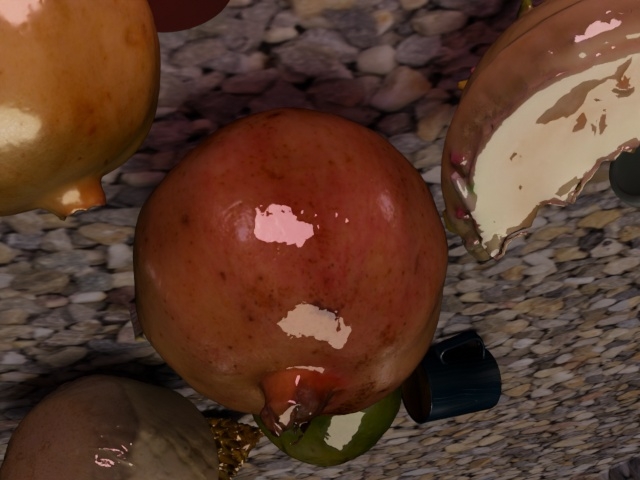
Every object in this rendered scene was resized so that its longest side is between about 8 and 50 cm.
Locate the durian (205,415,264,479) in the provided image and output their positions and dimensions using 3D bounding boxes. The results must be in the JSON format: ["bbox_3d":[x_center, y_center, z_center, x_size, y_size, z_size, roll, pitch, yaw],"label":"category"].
[{"bbox_3d":[-0.253,0.401,1.867,0.191,0.112,0.341,9,146,-43],"label":"durian"}]

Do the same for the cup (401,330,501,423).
[{"bbox_3d":[0.223,0.231,1.808,0.138,0.113,0.150,-7,153,-22],"label":"cup"}]

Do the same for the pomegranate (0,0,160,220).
[{"bbox_3d":[-0.222,-0.128,0.779,0.233,0.233,0.233,-13,153,-7],"label":"pomegranate"}]

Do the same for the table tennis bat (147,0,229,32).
[{"bbox_3d":[-0.123,-0.214,0.875,0.098,0.019,0.155,-17,156,2],"label":"table tennis bat"}]

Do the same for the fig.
[{"bbox_3d":[0.034,0.215,1.546,0.233,0.233,0.314,-27,146,20],"label":"fig"}]

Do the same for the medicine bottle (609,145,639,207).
[{"bbox_3d":[0.463,-0.074,1.388,0.216,0.090,0.090,9,144,-40],"label":"medicine bottle"}]

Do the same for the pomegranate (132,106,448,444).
[{"bbox_3d":[-0.025,0.045,1.088,0.338,0.338,0.338,-13,153,-7],"label":"pomegranate"}]

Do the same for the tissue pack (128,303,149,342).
[{"bbox_3d":[-0.153,0.080,1.369,0.148,0.060,0.108,-34,148,33],"label":"tissue pack"}]

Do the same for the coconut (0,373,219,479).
[{"bbox_3d":[-0.287,0.341,1.556,0.328,0.329,0.329,-13,153,-7],"label":"coconut"}]

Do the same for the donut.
[{"bbox_3d":[0.300,-0.119,1.065,0.371,0.150,0.307,-1,129,-3],"label":"donut"}]
